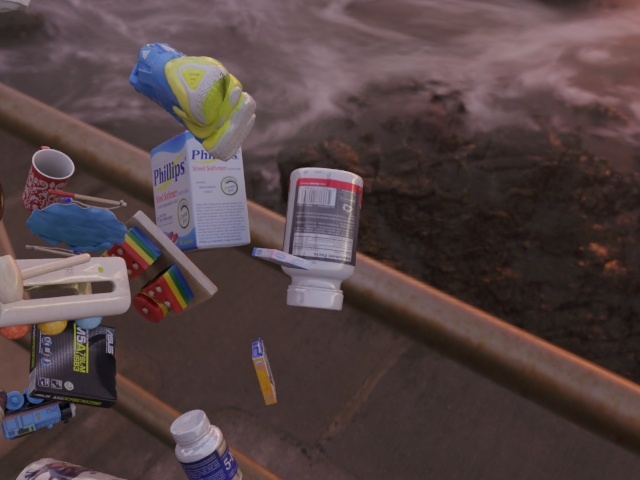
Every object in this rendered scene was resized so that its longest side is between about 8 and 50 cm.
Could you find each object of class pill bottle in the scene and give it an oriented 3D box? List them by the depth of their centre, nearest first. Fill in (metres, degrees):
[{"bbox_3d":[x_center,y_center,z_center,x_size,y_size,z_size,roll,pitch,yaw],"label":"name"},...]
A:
[{"bbox_3d":[-0.259,0.478,1.637,0.112,0.186,0.112,-19,21,7],"label":"pill bottle"},{"bbox_3d":[0.000,0.000,1.720,0.177,0.176,0.318,6,85,2],"label":"pill bottle"}]

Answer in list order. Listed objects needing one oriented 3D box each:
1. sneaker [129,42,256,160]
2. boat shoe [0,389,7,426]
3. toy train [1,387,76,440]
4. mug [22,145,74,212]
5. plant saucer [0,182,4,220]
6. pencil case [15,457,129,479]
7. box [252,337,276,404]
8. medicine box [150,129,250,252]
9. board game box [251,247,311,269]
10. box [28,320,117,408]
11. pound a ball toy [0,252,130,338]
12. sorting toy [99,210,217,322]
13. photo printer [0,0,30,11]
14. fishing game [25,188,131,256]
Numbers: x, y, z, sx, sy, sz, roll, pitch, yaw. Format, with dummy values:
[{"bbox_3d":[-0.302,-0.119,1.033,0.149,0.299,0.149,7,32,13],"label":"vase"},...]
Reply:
[{"bbox_3d":[-0.157,-0.180,0.908,0.126,0.240,0.091,32,80,8],"label":"sneaker"},{"bbox_3d":[-0.803,0.339,1.533,0.286,0.102,0.092,6,29,-7],"label":"boat shoe"},{"bbox_3d":[-0.647,0.385,1.678,0.184,0.080,0.105,-13,83,-32],"label":"toy train"},{"bbox_3d":[-0.778,-0.173,2.092,0.113,0.169,0.150,23,40,-18],"label":"mug"},{"bbox_3d":[-0.732,-0.093,1.571,0.036,0.198,0.198,-5,41,7],"label":"plant saucer"},{"bbox_3d":[-0.378,0.536,1.351,0.411,0.160,0.183,7,85,22],"label":"pencil case"},{"bbox_3d":[-0.127,0.286,1.627,0.028,0.136,0.081,-16,19,0],"label":"box"},{"bbox_3d":[-0.314,-0.116,1.881,0.149,0.289,0.264,-5,-2,-33],"label":"medicine box"},{"bbox_3d":[-0.078,0.037,1.471,0.090,0.020,0.090,20,-10,-30],"label":"board game box"},{"bbox_3d":[-0.534,0.261,1.592,0.184,0.045,0.190,18,44,-35],"label":"box"},{"bbox_3d":[-0.478,0.101,1.303,0.208,0.135,0.319,-11,-5,34],"label":"pound a ball toy"},{"bbox_3d":[-0.408,0.085,1.742,0.255,0.257,0.089,47,55,-11],"label":"sorting toy"},{"bbox_3d":[-0.721,-0.594,1.495,0.308,0.255,0.107,2,4,14],"label":"photo printer"},{"bbox_3d":[-0.462,-0.031,1.406,0.189,0.264,0.041,10,61,-23],"label":"fishing game"}]
